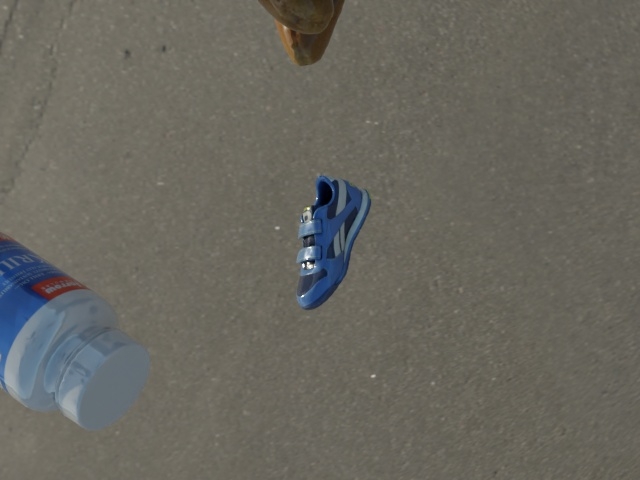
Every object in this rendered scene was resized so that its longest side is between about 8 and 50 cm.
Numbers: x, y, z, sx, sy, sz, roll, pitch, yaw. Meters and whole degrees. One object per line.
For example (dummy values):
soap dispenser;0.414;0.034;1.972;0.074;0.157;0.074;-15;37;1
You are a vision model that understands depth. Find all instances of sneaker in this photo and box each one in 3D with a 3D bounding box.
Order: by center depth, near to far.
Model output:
sneaker;0.000;0.000;0.923;0.053;0.059;0.144;-14;50;51

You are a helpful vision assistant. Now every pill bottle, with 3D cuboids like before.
pill bottle;-0.273;0.086;0.894;0.221;0.124;0.124;28;106;25

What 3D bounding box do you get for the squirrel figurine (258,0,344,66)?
squirrel figurine;-0.060;-0.402;0.933;0.281;0.370;0.397;-24;85;29
